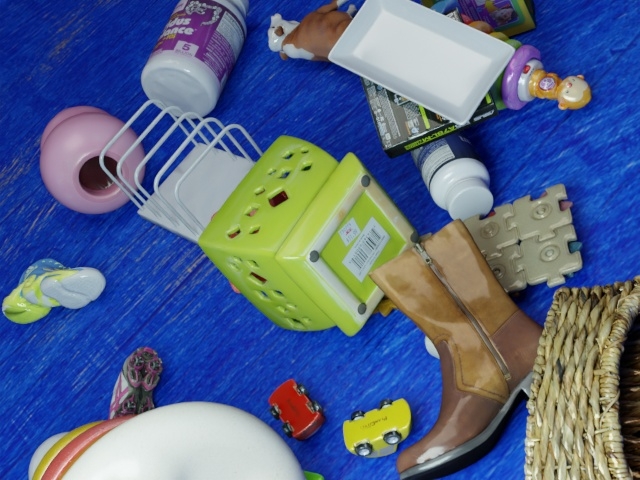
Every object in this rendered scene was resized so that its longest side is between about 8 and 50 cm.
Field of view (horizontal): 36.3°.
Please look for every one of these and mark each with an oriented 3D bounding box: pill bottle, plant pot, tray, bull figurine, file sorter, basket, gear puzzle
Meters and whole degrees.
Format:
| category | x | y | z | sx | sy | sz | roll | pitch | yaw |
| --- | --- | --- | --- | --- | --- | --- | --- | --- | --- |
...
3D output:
| category | x | y | z | sx | sy | sz | roll | pitch | yaw |
| --- | --- | --- | --- | --- | --- | --- | --- | --- | --- |
| pill bottle | -0.256 | -0.421 | 2.086 | 0.169 | 0.169 | 0.301 | -6 | 49 | 31 |
| plant pot | 0.000 | 0.000 | 1.440 | 0.207 | 0.227 | 0.228 | 11 | 59 | 50 |
| tray | 0.153 | -0.282 | 1.497 | 0.270 | 0.030 | 0.145 | 32 | 84 | 29 |
| bull figurine | 0.028 | -0.418 | 1.930 | 0.188 | 0.101 | 0.310 | -46 | 41 | -13 |
| file sorter | -0.244 | -0.129 | 1.799 | 0.278 | 0.173 | 0.193 | 22 | 68 | 45 |
| pill bottle | 0.207 | -0.104 | 1.511 | 0.094 | 0.094 | 0.169 | -29 | 41 | 9 |
| basket | 0.358 | 0.187 | 1.035 | 0.223 | 0.213 | 0.299 | -6 | 49 | 32 |
| gear puzzle | 0.214 | 0.046 | 1.411 | 0.339 | 0.044 | 0.175 | -22 | 44 | 22 |

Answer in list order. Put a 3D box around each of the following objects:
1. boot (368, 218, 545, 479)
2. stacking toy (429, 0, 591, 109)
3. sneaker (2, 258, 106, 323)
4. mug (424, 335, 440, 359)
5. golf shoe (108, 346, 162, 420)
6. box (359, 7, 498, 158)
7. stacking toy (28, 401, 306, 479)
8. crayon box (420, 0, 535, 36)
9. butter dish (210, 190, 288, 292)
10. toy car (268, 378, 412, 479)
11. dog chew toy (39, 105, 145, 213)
| category | x | y | z | sx | sy | sz | roll | pitch | yaw |
| --- | --- | --- | --- | --- | --- | --- | --- | --- | --- |
| boot | 0.146 | 0.136 | 1.242 | 0.264 | 0.096 | 0.280 | -36 | 65 | 0 |
| stacking toy | 0.297 | -0.268 | 1.581 | 0.302 | 0.165 | 0.175 | 23 | 71 | 33 |
| sneaker | -0.504 | 0.071 | 1.859 | 0.240 | 0.091 | 0.126 | -18 | 43 | 23 |
| mug | 0.180 | 0.133 | 1.333 | 0.064 | 0.062 | 0.078 | 10 | 77 | 51 |
| golf shoe | -0.302 | 0.267 | 1.560 | 0.086 | 0.068 | 0.186 | -41 | 32 | 50 |
| box | 0.161 | -0.245 | 1.523 | 0.184 | 0.045 | 0.190 | -22 | 64 | 12 |
| stacking toy | -0.263 | 0.337 | 1.271 | 0.350 | 0.350 | 0.480 | -52 | 29 | -17 |
| crayon box | 0.247 | -0.462 | 1.677 | 0.165 | 0.278 | 0.081 | -14 | 46 | 24 |
| butter dish | -0.114 | -0.017 | 1.612 | 0.160 | 0.118 | 0.160 | -24 | 69 | 12 |
| toy car | 0.000 | 0.304 | 1.306 | 0.239 | 0.053 | 0.225 | 2 | 54 | 38 |
| dog chew toy | -0.483 | -0.185 | 2.013 | 0.207 | 0.206 | 0.332 | -39 | 32 | -3 |
